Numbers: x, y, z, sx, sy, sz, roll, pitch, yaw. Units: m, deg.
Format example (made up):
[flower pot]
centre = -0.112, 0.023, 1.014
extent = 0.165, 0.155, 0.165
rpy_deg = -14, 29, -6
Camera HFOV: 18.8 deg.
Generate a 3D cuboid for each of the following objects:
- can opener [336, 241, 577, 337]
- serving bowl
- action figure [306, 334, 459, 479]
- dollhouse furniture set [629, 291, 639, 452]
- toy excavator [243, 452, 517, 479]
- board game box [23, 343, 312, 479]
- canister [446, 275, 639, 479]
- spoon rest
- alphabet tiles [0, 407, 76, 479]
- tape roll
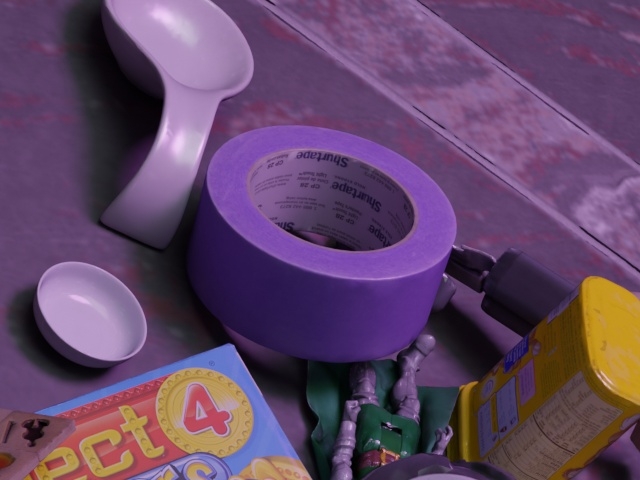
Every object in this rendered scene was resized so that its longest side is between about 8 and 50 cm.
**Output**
[can opener]
centre = 0.146, 0.053, 1.530
extent = 0.280, 0.074, 0.093
rpy_deg = 29, 73, 14
[serving bowl]
centre = -0.161, 0.055, 1.315
extent = 0.083, 0.027, 0.083
rpy_deg = 24, 40, -22
[action figure]
centre = 0.044, 0.148, 1.375
extent = 0.137, 0.063, 0.232
rpy_deg = 19, 37, -11
[dollhouse furniture set]
centre = 0.384, 0.038, 1.669
extent = 0.355, 0.174, 0.303
rpy_deg = 5, 31, -28
[toy excavator]
centre = -0.136, 0.296, 0.838
extent = 0.445, 0.222, 0.433
rpy_deg = 7, 54, 1
[board game box]
centre = -0.113, 0.241, 1.044
extent = 0.308, 0.086, 0.302
rpy_deg = -19, 65, -31
[canister]
centre = 0.171, 0.121, 1.428
extent = 0.073, 0.170, 0.126
rpy_deg = 26, 39, -20
[spoon rest]
centre = -0.114, -0.119, 1.492
extent = 0.137, 0.084, 0.276
rpy_deg = 25, 40, -21
[alphabet tiles]
centre = -0.263, 0.111, 1.044
extent = 0.237, 0.009, 0.198
rpy_deg = 6, 24, 23
[tape roll]
centre = 0.000, 0.000, 1.425
extent = 0.189, 0.080, 0.189
rpy_deg = 10, 36, -7
